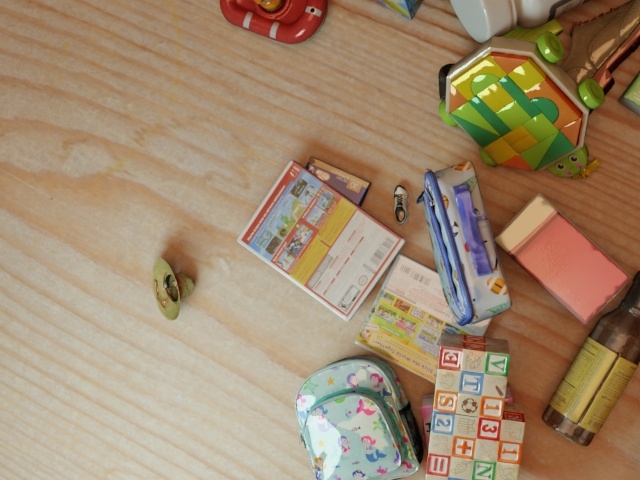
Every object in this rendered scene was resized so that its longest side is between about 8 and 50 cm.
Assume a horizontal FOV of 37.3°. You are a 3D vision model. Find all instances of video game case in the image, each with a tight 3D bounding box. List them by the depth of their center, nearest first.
[{"bbox_3d":[0.213,0.167,1.910,0.226,0.026,0.206,27,95,9],"label":"video game case"},{"bbox_3d":[0.000,0.000,1.914,0.285,0.025,0.204,36,98,8],"label":"video game case"}]

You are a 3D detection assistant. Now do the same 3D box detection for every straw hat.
[{"bbox_3d":[-0.298,0.096,1.982,0.061,0.144,0.145,-13,87,-31],"label":"straw hat"}]

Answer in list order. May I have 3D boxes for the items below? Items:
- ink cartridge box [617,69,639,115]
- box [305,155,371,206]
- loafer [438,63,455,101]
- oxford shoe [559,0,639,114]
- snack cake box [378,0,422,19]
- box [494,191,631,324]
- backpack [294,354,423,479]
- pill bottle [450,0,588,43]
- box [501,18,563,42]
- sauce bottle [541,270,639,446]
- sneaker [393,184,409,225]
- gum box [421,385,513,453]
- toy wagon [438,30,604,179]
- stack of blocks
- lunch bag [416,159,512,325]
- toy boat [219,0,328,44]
[{"bbox_3d":[0.696,-0.313,1.784,0.160,0.092,0.219,35,97,8],"label":"ink cartridge box"},{"bbox_3d":[-0.003,-0.043,1.946,0.136,0.036,0.225,24,96,10],"label":"box"},{"bbox_3d":[0.334,-0.286,1.870,0.220,0.078,0.080,18,49,3],"label":"loafer"},{"bbox_3d":[0.547,-0.399,1.801,0.130,0.123,0.348,37,95,15],"label":"oxford shoe"},{"bbox_3d":[0.165,-0.532,1.796,0.089,0.264,0.152,32,96,8],"label":"snack cake box"},{"bbox_3d":[0.455,0.033,1.802,0.232,0.148,0.127,44,98,8],"label":"box"},{"bbox_3d":[0.067,0.358,1.862,0.225,0.191,0.254,-18,81,14],"label":"backpack"},{"bbox_3d":[0.424,-0.519,1.746,0.361,0.204,0.204,-27,85,-4],"label":"pill bottle"},{"bbox_3d":[0.380,-0.448,1.869,0.109,0.042,0.178,-38,82,7],"label":"box"},{"bbox_3d":[0.552,0.222,1.804,0.111,0.111,0.344,32,95,9],"label":"sauce bottle"},{"bbox_3d":[0.164,-0.073,1.913,0.031,0.037,0.083,-6,87,12],"label":"sneaker"},{"bbox_3d":[0.289,0.356,1.866,0.188,0.062,0.107,-7,102,10],"label":"gum box"},{"bbox_3d":[0.397,-0.227,1.778,0.344,0.068,0.267,43,136,-16],"label":"toy wagon"},{"bbox_3d":[0.294,0.334,1.781,0.171,0.087,0.297,6,103,7],"label":"stack of blocks"},{"bbox_3d":[0.267,0.002,1.779,0.114,0.243,0.304,-16,79,2],"label":"lunch bag"},{"bbox_3d":[-0.100,-0.490,1.903,0.231,0.151,0.151,22,94,10],"label":"toy boat"}]
